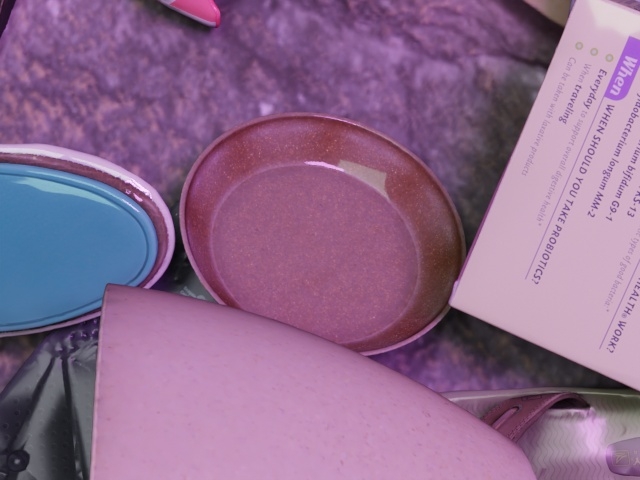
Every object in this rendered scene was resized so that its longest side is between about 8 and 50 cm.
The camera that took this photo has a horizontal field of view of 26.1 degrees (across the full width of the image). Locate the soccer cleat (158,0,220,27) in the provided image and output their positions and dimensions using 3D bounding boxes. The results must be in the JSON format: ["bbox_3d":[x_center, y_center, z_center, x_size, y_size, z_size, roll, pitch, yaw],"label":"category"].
[{"bbox_3d":[-0.043,-0.272,1.015,0.095,0.083,0.248,39,87,-3],"label":"soccer cleat"}]

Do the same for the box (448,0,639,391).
[{"bbox_3d":[0.238,-0.016,0.868,0.243,0.117,0.214,24,107,12],"label":"box"}]

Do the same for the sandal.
[{"bbox_3d":[0.138,0.147,0.902,0.302,0.086,0.120,-11,78,6],"label":"sandal"}]

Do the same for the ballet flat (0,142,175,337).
[{"bbox_3d":[-0.293,0.007,0.963,0.400,0.139,0.139,-13,78,5],"label":"ballet flat"}]

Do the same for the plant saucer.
[{"bbox_3d":[0.000,0.000,0.939,0.198,0.036,0.199,7,55,-10],"label":"plant saucer"}]

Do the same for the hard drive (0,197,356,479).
[{"bbox_3d":[-0.112,0.110,0.958,0.172,0.054,0.255,40,86,13],"label":"hard drive"}]

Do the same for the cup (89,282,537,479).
[{"bbox_3d":[-0.008,0.191,0.763,0.236,0.331,0.331,2,79,-6],"label":"cup"}]

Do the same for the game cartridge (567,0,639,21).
[{"bbox_3d":[0.280,-0.207,0.893,0.198,0.062,0.297,23,116,8],"label":"game cartridge"}]
